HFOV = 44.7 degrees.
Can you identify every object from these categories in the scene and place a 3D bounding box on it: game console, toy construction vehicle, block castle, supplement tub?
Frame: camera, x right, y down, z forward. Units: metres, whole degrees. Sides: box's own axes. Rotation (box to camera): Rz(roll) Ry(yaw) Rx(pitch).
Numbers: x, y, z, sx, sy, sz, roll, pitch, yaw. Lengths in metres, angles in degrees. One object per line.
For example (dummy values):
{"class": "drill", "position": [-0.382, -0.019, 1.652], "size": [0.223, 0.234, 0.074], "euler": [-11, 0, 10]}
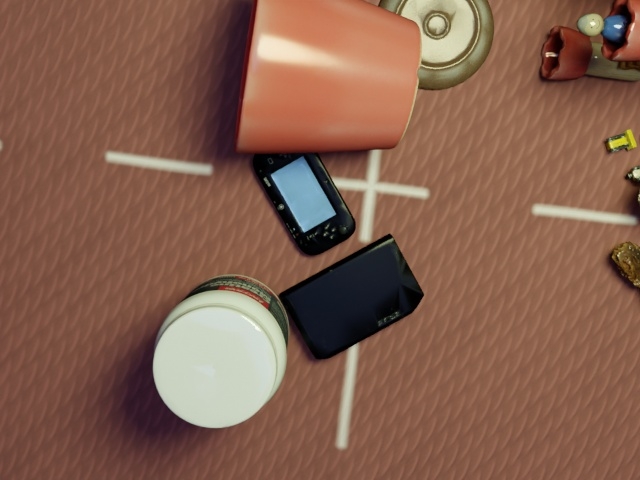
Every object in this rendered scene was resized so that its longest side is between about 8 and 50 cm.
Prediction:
{"class": "game console", "position": [0.000, 0.000, 1.285], "size": [0.213, 0.044, 0.361], "euler": [-29, 94, 2]}
{"class": "toy construction vehicle", "position": [0.528, -0.144, 1.289], "size": [0.098, 0.035, 0.085], "euler": [-20, 84, -2]}
{"class": "block castle", "position": [0.450, -0.465, 1.124], "size": [0.213, 0.303, 0.453], "euler": [7, 95, -7]}
{"class": "supplement tub", "position": [-0.145, 0.160, 1.181], "size": [0.191, 0.272, 0.191], "euler": [0, 95, -1]}

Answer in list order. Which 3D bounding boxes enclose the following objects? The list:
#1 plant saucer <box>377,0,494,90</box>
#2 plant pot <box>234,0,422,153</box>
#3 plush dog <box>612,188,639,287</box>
{"class": "plant saucer", "position": [0.186, -0.345, 1.261], "size": [0.199, 0.036, 0.198], "euler": [0, 95, 0]}
{"class": "plant pot", "position": [0.008, -0.250, 1.163], "size": [0.243, 0.275, 0.274], "euler": [8, 95, -8]}
{"class": "plush dog", "position": [0.611, 0.023, 1.251], "size": [0.262, 0.211, 0.225], "euler": [38, 110, 24]}
